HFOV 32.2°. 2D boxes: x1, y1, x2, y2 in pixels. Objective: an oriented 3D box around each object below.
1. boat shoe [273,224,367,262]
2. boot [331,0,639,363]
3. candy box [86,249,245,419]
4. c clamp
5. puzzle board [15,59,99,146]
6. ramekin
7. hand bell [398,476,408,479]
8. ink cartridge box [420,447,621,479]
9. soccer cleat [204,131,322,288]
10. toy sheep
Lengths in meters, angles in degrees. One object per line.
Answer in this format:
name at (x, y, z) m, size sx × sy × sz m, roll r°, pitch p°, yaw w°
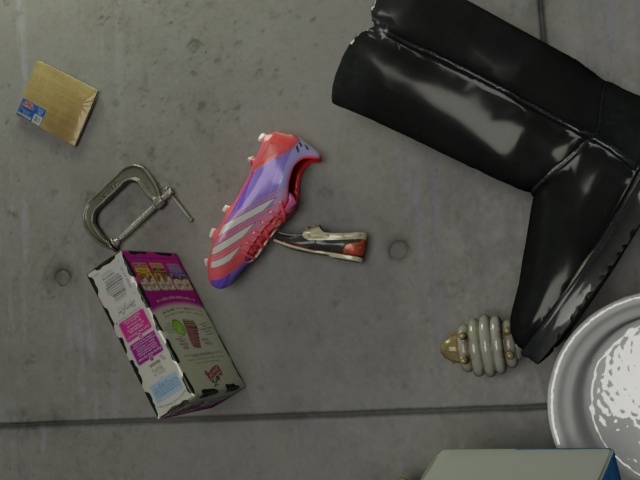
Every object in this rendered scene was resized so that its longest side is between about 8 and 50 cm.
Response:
boat shoe at (0.000, 0.000, 1.565) m, size 0.137 × 0.049 × 0.043 m, roll 10°, pitch 88°, yaw 19°
boot at (0.198, -0.107, 1.429) m, size 0.445 × 0.146 × 0.367 m, roll 33°, pitch 84°, yaw 14°
candy box at (-0.219, 0.131, 1.584) m, size 0.071 × 0.159 × 0.233 m, roll -34°, pitch 75°, yaw 18°
c clamp at (-0.290, -0.042, 1.694) m, size 0.161 × 0.022 × 0.137 m, roll -36°, pitch 76°, yaw 15°
puzzle board at (-0.418, -0.218, 1.759) m, size 0.128 × 0.011 × 0.096 m, roll 28°, pitch 98°, yaw 21°
ramekin at (0.425, 0.198, 1.343) m, size 0.277 × 0.135 × 0.277 m, roll -1°, pitch 87°, yaw 21°
hand bell at (0.227, 0.363, 1.441) m, size 0.242 × 0.126 × 0.126 m, roll -6°, pitch 85°, yaw 10°
ink cartridge box at (0.256, 0.409, 1.306) m, size 0.223 × 0.129 × 0.307 m, roll -8°, pitch 108°, yaw 29°
soccer cleat at (-0.085, -0.036, 1.586) m, size 0.095 × 0.083 × 0.248 m, roll 25°, pitch 94°, yaw 16°
toy sheep at (0.223, 0.138, 1.451) m, size 0.132 × 0.091 × 0.091 m, roll -3°, pitch 86°, yaw 12°
